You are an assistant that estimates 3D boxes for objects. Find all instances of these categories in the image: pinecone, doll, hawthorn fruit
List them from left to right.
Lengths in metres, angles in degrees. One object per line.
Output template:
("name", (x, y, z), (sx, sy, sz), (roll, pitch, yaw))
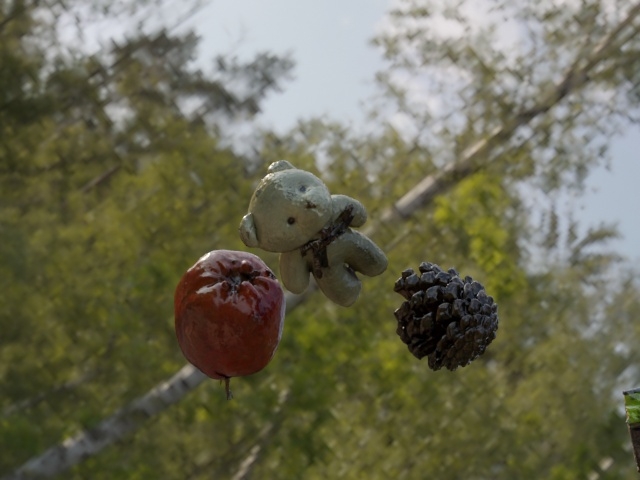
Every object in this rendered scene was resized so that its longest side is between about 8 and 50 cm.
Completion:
("hawthorn fruit", (-0.170, 0.168, 2.426), (0.211, 0.211, 0.299), (32, -51, 38))
("doll", (0.003, -0.004, 2.226), (0.278, 0.175, 0.149), (40, -31, -28))
("pinecone", (0.218, 0.135, 2.355), (0.205, 0.179, 0.184), (38, 3, 16))

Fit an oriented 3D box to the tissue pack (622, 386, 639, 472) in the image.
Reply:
("tissue pack", (0.563, 0.259, 1.887), (0.173, 0.236, 0.073), (62, 20, -52))
